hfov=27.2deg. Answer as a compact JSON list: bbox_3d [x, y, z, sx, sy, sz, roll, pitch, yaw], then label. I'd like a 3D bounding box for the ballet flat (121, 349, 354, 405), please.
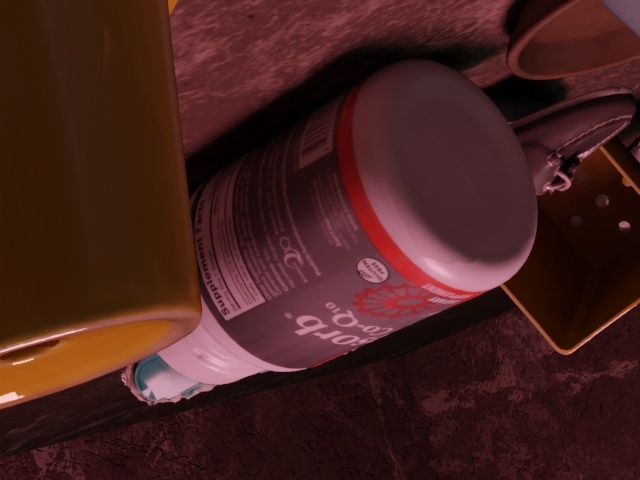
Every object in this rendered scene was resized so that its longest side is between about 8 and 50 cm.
[{"bbox_3d":[-0.109,0.132,2.022,0.409,0.147,0.147,-15,169,-7],"label":"ballet flat"}]

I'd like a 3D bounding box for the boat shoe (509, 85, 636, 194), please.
[{"bbox_3d":[0.172,-0.050,1.336,0.335,0.095,0.112,-23,168,24],"label":"boat shoe"}]

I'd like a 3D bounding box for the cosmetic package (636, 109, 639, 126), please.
[{"bbox_3d":[0.477,-0.155,1.551,0.127,0.107,0.238,-14,172,-9],"label":"cosmetic package"}]

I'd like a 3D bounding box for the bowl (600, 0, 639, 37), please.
[{"bbox_3d":[0.358,-0.183,0.889,0.312,0.163,0.311,-19,158,-8],"label":"bowl"}]

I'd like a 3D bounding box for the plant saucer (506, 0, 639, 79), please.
[{"bbox_3d":[0.281,-0.209,1.099,0.278,0.041,0.278,-18,170,-3],"label":"plant saucer"}]

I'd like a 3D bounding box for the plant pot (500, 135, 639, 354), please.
[{"bbox_3d":[0.330,-0.025,1.642,0.212,0.212,0.187,-42,178,29],"label":"plant pot"}]

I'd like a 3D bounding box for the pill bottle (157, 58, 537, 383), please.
[{"bbox_3d":[0.000,0.000,1.214,0.210,0.210,0.363,-8,165,-46],"label":"pill bottle"}]

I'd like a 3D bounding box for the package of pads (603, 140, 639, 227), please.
[{"bbox_3d":[0.577,-0.118,1.921,0.297,0.101,0.229,-18,170,-5],"label":"package of pads"}]

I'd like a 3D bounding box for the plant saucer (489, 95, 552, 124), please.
[{"bbox_3d":[0.116,-0.086,1.437,0.318,0.043,0.317,-18,170,-3],"label":"plant saucer"}]

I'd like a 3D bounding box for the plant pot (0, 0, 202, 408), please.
[{"bbox_3d":[-0.163,-0.052,0.582,0.254,0.239,0.254,-19,170,-3],"label":"plant pot"}]
